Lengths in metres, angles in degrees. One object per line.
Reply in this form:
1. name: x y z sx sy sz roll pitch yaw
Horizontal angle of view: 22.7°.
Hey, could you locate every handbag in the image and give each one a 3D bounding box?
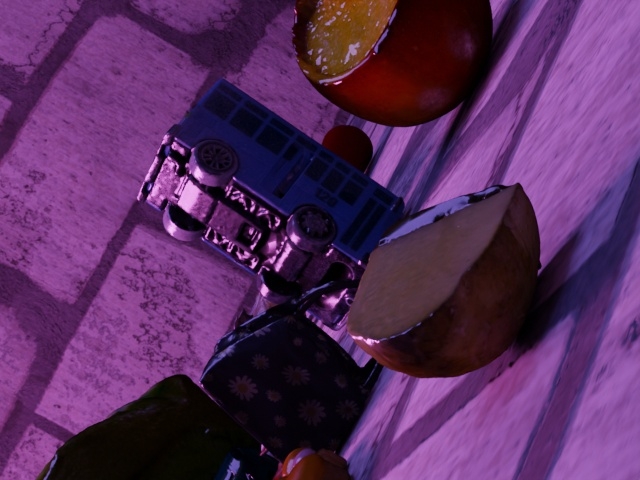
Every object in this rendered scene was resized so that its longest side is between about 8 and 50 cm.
1. handbag: 0.000 0.083 1.139 0.139 0.115 0.072 -43 7 11

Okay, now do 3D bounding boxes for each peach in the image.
1. peach: 0.062 -0.206 1.498 0.226 0.189 0.196 -32 -61 -62

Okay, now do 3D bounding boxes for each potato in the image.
1. potato: 0.061 0.034 0.757 0.096 0.066 0.103 -24 24 41

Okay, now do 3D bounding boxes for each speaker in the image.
1. speaker: -0.059 0.206 1.240 0.075 0.060 0.094 -63 4 3

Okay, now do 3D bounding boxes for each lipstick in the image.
1. lipstick: 0.017 -0.080 2.248 0.080 0.080 0.241 -60 3 32

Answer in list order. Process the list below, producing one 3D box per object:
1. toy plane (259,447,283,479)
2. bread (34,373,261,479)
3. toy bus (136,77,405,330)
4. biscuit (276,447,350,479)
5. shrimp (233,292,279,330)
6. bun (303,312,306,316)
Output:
1. toy plane: -0.013 0.146 1.256 0.060 0.037 0.145 -47 7 35
2. bread: -0.210 0.300 1.470 0.382 0.129 0.366 -52 -12 -9
3. toy bus: -0.039 -0.035 1.509 0.133 0.234 0.116 -54 -2 -43
4. biscuit: -0.035 0.199 1.034 0.170 0.050 0.170 -61 4 7
5. shrimp: -0.074 0.114 1.866 0.126 0.047 0.223 -26 51 58
6. bun: -0.046 0.102 1.941 0.086 0.055 0.086 -48 14 16
